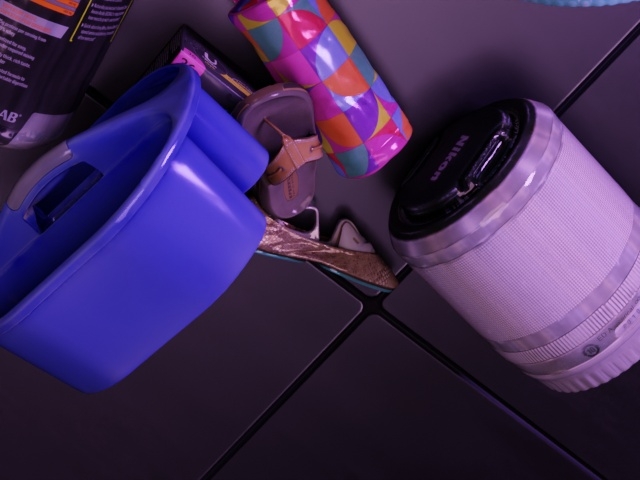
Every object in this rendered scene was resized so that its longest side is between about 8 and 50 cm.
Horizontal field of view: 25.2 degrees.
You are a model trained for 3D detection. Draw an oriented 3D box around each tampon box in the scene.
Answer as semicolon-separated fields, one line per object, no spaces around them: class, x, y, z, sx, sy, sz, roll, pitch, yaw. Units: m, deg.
tampon box;-0.148;-0.121;1.506;0.120;0.101;0.161;36;107;-18

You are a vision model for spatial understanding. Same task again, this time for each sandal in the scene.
sandal;-0.035;-0.083;1.467;0.090;0.060;0.219;-29;148;-15

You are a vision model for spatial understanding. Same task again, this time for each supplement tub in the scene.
supplement tub;-0.273;-0.276;1.369;0.207;0.207;0.338;26;110;-15

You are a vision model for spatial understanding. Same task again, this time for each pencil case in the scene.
pencil case;0.000;-0.178;1.497;0.104;0.104;0.236;-31;111;10

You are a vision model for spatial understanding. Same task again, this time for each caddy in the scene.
caddy;-0.205;-0.019;1.359;0.179;0.241;0.341;38;117;-26

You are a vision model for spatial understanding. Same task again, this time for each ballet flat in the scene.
ballet flat;0.000;0.000;1.594;0.206;0.073;0.067;17;98;-15

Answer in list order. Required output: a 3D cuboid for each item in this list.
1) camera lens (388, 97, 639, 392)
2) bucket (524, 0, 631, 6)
camera lens;0.225;0.002;1.525;0.219;0.219;0.274;-41;111;14
bucket;0.254;-0.353;1.342;0.281;0.281;0.183;-10;123;0
